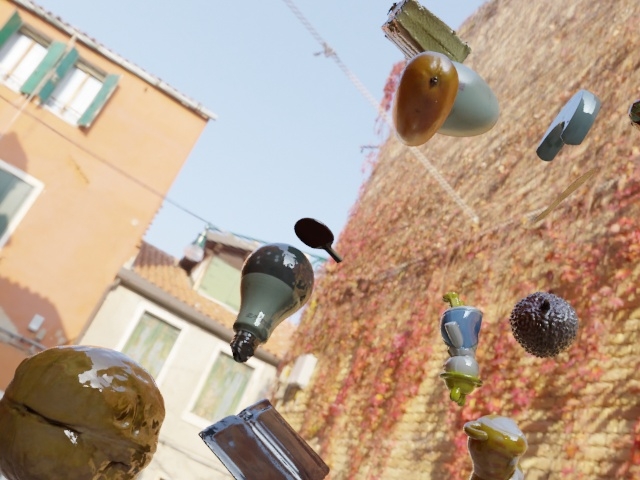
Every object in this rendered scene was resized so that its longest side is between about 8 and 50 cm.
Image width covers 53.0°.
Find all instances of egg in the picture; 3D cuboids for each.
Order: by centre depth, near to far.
[{"bbox_3d":[0.339,-0.361,1.655,0.264,0.183,0.183,22,-25,-12],"label":"egg"}]

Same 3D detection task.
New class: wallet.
[{"bbox_3d":[-0.111,0.465,1.403,0.247,0.041,0.323,42,11,14],"label":"wallet"}]

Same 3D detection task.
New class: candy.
[{"bbox_3d":[0.821,-0.242,1.482,0.078,0.288,0.084,-37,-47,12],"label":"candy"}]

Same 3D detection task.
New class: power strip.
[{"bbox_3d":[0.604,-0.279,1.558,0.054,0.167,0.253,32,1,4],"label":"power strip"}]

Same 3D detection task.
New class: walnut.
[{"bbox_3d":[-0.540,0.420,1.465,0.308,0.354,0.398,22,-19,38],"label":"walnut"}]

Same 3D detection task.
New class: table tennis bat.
[{"bbox_3d":[0.000,0.000,1.576,0.095,0.014,0.158,-23,-58,38],"label":"table tennis bat"}]

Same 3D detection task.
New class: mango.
[{"bbox_3d":[0.194,-0.261,1.233,0.112,0.145,0.219,10,-32,-1],"label":"mango"}]

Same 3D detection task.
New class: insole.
[{"bbox_3d":[0.751,-0.137,1.987,0.253,0.086,0.005,-51,-119,37],"label":"insole"}]

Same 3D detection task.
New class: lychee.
[{"bbox_3d":[0.545,0.198,1.564,0.165,0.165,0.197,10,-50,26],"label":"lychee"}]

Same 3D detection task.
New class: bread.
[{"bbox_3d":[0.288,-0.570,1.810,0.246,0.111,0.239,39,7,-11],"label":"bread"}]

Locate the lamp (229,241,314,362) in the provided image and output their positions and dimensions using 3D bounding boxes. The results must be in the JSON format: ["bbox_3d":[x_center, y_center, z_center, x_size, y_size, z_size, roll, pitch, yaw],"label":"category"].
[{"bbox_3d":[-0.130,0.127,1.502,0.182,0.314,0.182,12,-57,19],"label":"lamp"}]

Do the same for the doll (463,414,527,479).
[{"bbox_3d":[0.478,0.607,1.745,0.162,0.270,0.167,-7,7,5],"label":"doll"}]

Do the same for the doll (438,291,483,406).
[{"bbox_3d":[0.303,0.232,1.382,0.098,0.241,0.135,8,-26,2],"label":"doll"}]
